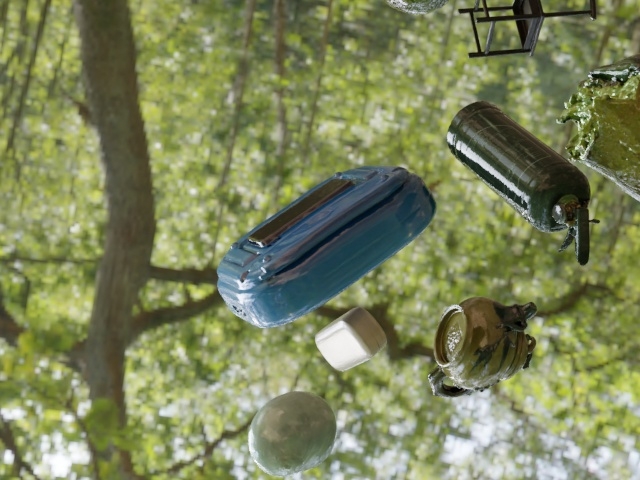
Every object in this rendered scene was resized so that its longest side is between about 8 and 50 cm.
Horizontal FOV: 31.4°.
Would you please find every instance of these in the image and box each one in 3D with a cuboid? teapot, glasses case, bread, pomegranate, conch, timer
[{"bbox_3d":[0.311,0.207,2.127,0.182,0.269,0.173,15,-145,-20],"label":"teapot"},{"bbox_3d":[0.048,0.165,1.880,0.050,0.083,0.196,-39,180,-22],"label":"glasses case"},{"bbox_3d":[0.643,-0.172,2.122,0.376,0.251,0.208,31,-128,-3],"label":"bread"},{"bbox_3d":[0.238,-0.613,2.569,0.248,0.202,0.202,-28,-146,-35],"label":"pomegranate"},{"bbox_3d":[-0.053,0.424,2.511,0.221,0.185,0.121,-45,-164,-26],"label":"conch"},{"bbox_3d":[0.000,0.000,1.754,0.340,0.115,0.309,-35,-167,-13],"label":"timer"}]

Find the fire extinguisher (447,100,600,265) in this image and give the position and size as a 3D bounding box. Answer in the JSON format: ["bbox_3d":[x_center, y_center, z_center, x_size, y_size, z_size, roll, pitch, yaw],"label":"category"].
[{"bbox_3d":[0.277,-0.082,1.528,0.095,0.114,0.311,0,-154,-24],"label":"fire extinguisher"}]

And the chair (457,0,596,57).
[{"bbox_3d":[0.441,-0.494,2.442,0.260,0.155,0.141,-4,151,-5],"label":"chair"}]
